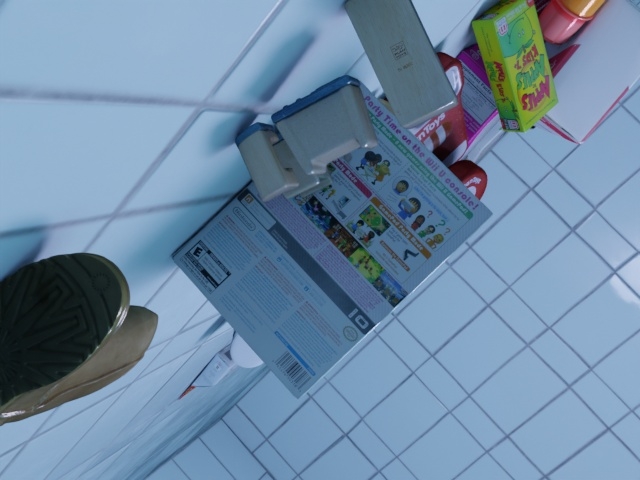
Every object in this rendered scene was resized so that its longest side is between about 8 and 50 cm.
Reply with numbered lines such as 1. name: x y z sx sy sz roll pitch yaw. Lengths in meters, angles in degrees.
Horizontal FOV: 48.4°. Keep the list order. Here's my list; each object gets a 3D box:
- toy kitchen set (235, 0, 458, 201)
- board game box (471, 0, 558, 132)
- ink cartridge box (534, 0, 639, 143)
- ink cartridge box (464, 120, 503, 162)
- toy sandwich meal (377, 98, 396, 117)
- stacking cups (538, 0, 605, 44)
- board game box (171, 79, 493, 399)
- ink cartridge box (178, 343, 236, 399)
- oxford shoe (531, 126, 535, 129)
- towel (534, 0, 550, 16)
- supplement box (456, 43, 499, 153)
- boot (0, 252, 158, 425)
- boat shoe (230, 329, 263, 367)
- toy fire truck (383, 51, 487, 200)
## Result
1. toy kitchen set: 0.022 -0.137 0.706 0.207 0.122 0.166 -25 178 17
2. board game box: 0.293 -0.264 1.063 0.092 0.181 0.043 -40 -148 -24
3. ink cartridge box: 0.450 -0.315 1.292 0.226 0.131 0.306 -53 -169 12
4. ink cartridge box: 0.408 -0.278 1.802 0.154 0.093 0.212 -43 174 -5
5. toy sandwich meal: 0.070 -0.144 0.938 0.085 0.086 0.029 -42 -160 -13
6. stacking cups: 0.433 -0.414 1.040 0.096 0.096 0.316 -37 167 -37
7. board game box: 0.014 -0.001 0.846 0.303 0.224 0.097 -43 171 0
8. ink cartridge box: -0.251 0.336 1.878 0.189 0.066 0.232 -32 162 -55
9. oxford shoe: 0.584 -0.403 1.862 0.130 0.133 0.364 -42 171 -8
10. towel: 0.376 -0.421 1.142 0.199 0.031 0.275 -43 172 -11
11. supplement box: 0.242 -0.220 1.221 0.111 0.114 0.220 -34 169 -46
12. boot: -0.224 0.089 0.672 0.236 0.089 0.269 -34 173 10
13. boat shoe: -0.084 0.110 1.407 0.301 0.108 0.102 -59 -160 16
14. toy fire truck: 0.104 -0.109 1.070 0.302 0.169 0.254 -41 146 -8
